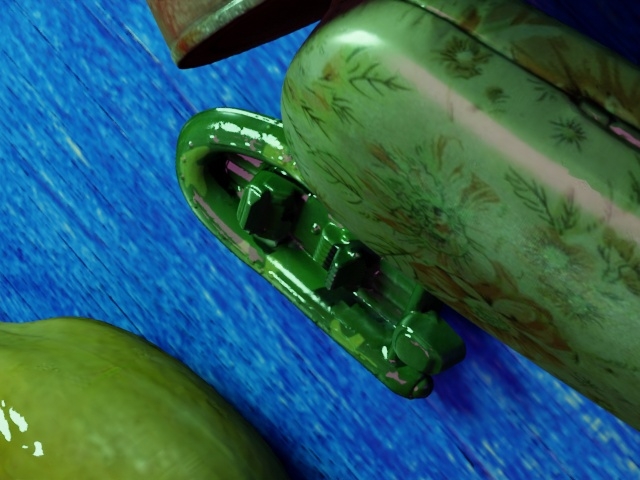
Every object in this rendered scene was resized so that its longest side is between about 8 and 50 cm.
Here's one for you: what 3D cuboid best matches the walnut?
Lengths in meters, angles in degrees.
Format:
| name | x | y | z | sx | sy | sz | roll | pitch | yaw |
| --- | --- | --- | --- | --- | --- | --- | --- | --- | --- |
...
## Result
| name | x | y | z | sx | sy | sz | roll | pitch | yaw |
| --- | --- | --- | --- | --- | --- | --- | --- | --- | --- |
| walnut | -0.130 | 0.157 | 0.940 | 0.298 | 0.203 | 0.203 | 51 | 136 | 13 |

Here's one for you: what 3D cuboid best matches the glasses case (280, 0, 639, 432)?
| name | x | y | z | sx | sy | sz | roll | pitch | yaw |
| --- | --- | --- | --- | --- | --- | --- | --- | --- | --- |
| glasses case | 0.170 | 0.036 | 0.589 | 0.425 | 0.098 | 0.156 | 33 | 156 | 9 |

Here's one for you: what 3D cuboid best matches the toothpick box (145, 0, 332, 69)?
| name | x | y | z | sx | sy | sz | roll | pitch | yaw |
| --- | --- | --- | --- | --- | --- | --- | --- | --- | --- |
| toothpick box | -0.043 | -0.263 | 0.628 | 0.204 | 0.204 | 0.333 | -22 | 95 | 47 |

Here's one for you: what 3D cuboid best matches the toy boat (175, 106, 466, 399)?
| name | x | y | z | sx | sy | sz | roll | pitch | yaw |
| --- | --- | --- | --- | --- | --- | --- | --- | --- | --- |
| toy boat | 0.000 | 0.000 | 0.830 | 0.210 | 0.052 | 0.104 | 39 | 135 | 21 |
